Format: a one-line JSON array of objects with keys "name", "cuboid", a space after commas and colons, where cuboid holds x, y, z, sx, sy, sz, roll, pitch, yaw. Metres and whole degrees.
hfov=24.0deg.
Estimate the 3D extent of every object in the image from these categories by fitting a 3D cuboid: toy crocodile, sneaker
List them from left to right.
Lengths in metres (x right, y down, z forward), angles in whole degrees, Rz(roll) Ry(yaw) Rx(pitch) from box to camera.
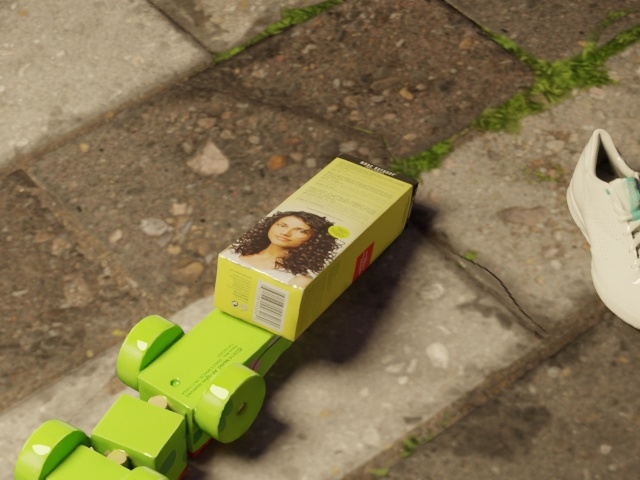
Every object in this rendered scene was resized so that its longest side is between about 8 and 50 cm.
[{"name": "toy crocodile", "cuboid": [-0.140, 0.164, 1.216, 0.115, 0.105, 0.340, 24, 47, 22]}, {"name": "sneaker", "cuboid": [0.279, -0.012, 1.361, 0.080, 0.094, 0.212, -12, 48, -12]}]

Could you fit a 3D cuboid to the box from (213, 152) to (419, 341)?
[{"name": "box", "cuboid": [0.000, 0.000, 1.337, 0.087, 0.058, 0.232, 21, 33, 18]}]
